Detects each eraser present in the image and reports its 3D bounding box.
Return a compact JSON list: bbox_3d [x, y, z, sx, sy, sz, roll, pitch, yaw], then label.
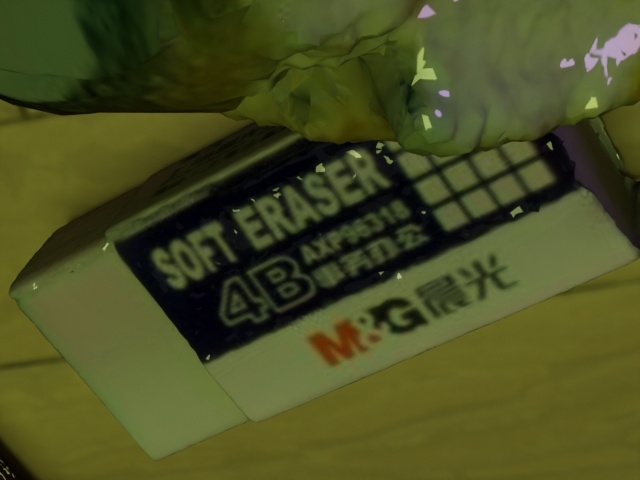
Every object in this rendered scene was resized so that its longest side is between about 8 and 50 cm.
[{"bbox_3d":[0.000,0.000,0.774,0.287,0.086,0.130,-27,110,26],"label":"eraser"}]

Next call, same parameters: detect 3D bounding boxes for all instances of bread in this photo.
[{"bbox_3d":[-0.026,-0.215,0.522,0.239,0.264,0.395,13,120,44],"label":"bread"}]

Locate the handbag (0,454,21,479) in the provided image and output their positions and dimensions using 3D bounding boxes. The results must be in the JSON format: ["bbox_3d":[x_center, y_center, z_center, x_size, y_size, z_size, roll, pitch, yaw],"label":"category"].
[{"bbox_3d":[-0.251,0.204,0.966,0.216,0.074,0.203,-32,106,30],"label":"handbag"}]
